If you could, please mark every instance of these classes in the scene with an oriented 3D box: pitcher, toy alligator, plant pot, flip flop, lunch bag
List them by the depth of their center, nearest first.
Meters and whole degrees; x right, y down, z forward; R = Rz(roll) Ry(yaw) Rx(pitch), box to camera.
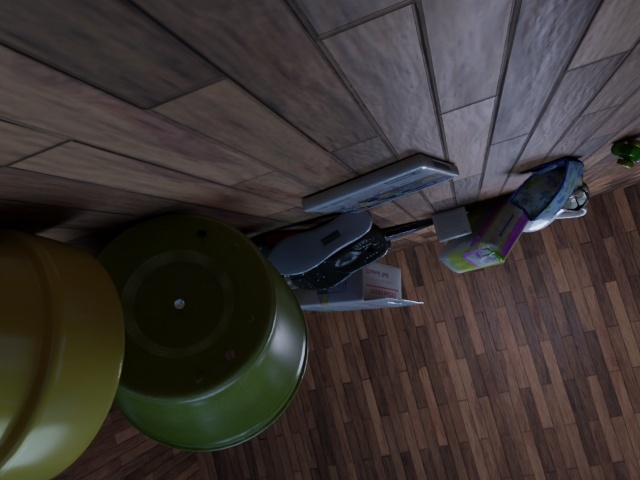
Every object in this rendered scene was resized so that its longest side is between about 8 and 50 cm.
[{"bbox_3d":[-0.351,0.097,0.440,0.254,0.253,0.239,-17,159,19],"label":"plant pot"},{"bbox_3d":[-0.186,0.131,0.768,0.367,0.366,0.353,-14,162,-11],"label":"plant pot"},{"bbox_3d":[0.654,-0.189,1.086,0.051,0.056,0.190,31,-158,29],"label":"toy alligator"},{"bbox_3d":[0.520,-0.123,1.149,0.129,0.096,0.151,-8,142,-50],"label":"lunch bag"},{"bbox_3d":[0.706,-0.125,1.428,0.112,0.080,0.277,-25,157,21],"label":"flip flop"},{"bbox_3d":[0.740,-0.095,1.664,0.178,0.125,0.207,26,147,-27],"label":"pitcher"}]

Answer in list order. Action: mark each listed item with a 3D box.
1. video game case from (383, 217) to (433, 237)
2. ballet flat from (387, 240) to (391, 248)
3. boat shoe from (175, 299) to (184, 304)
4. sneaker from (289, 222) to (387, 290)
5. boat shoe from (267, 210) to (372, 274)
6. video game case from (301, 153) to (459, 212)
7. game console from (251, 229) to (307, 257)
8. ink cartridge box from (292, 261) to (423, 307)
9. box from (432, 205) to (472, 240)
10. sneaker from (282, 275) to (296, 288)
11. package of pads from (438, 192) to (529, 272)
[{"bbox_3d":[0.216,-0.013,1.675,0.275,0.026,0.196,-16,175,-26],"label":"video game case"},{"bbox_3d":[0.203,0.025,1.932,0.058,0.049,0.173,-10,172,-34],"label":"ballet flat"},{"bbox_3d":[-0.351,0.099,1.102,0.088,0.096,0.268,-16,-176,-33],"label":"boat shoe"},{"bbox_3d":[0.040,0.029,1.124,0.228,0.087,0.130,-30,-162,15],"label":"sneaker"},{"bbox_3d":[0.000,0.000,1.039,0.229,0.080,0.076,-31,179,5],"label":"boat shoe"},{"bbox_3d":[0.099,-0.084,0.807,0.202,0.023,0.183,-19,172,29],"label":"video game case"},{"bbox_3d":[-0.147,0.048,1.260,0.387,0.060,0.342,-20,173,36],"label":"game console"},{"bbox_3d":[0.093,0.133,1.457,0.354,0.119,0.207,-10,164,37],"label":"ink cartridge box"},{"bbox_3d":[0.401,-0.048,1.558,0.102,0.087,0.101,-15,175,12],"label":"box"},{"bbox_3d":[-0.098,0.082,1.191,0.189,0.066,0.071,-7,168,-27],"label":"sneaker"},{"bbox_3d":[0.526,-0.014,1.634,0.229,0.101,0.296,-52,-175,-17],"label":"package of pads"}]
